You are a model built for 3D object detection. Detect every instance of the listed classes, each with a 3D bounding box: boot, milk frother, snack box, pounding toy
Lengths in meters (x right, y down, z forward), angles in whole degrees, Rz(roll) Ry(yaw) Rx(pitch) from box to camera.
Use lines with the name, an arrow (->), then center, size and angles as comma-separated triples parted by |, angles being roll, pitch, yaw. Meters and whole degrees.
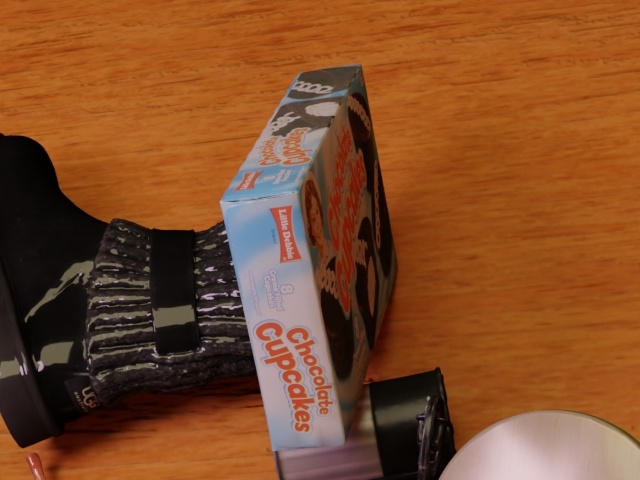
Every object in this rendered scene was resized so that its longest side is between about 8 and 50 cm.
boot -> -0.159, 0.007, 1.420 | 0.260, 0.131, 0.348 | -20, 50, 0
milk frother -> 0.031, 0.148, 1.229 | 0.134, 0.143, 0.129 | -11, 54, 3
snack box -> 0.000, 0.000, 1.255 | 0.060, 0.187, 0.322 | -7, 20, 12
pounding toy -> 0.159, 0.234, 1.164 | 0.183, 0.110, 0.237 | 42, 99, 28

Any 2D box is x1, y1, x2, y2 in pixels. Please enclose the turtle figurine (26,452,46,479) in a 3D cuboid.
turtle figurine -> -0.360, 0.203, 1.321 | 0.269, 0.087, 0.217 | 35, 41, 19
